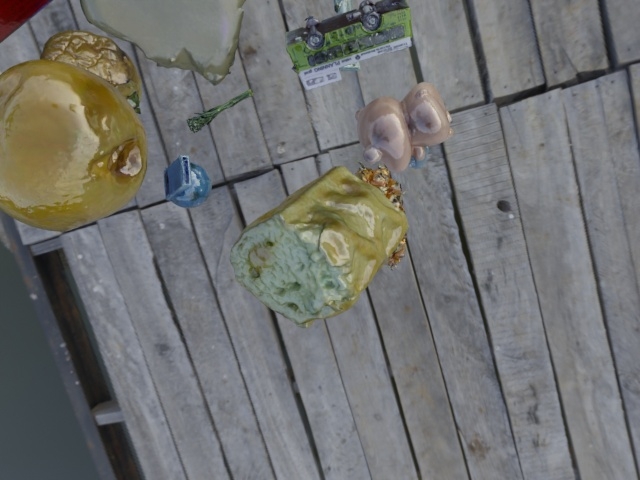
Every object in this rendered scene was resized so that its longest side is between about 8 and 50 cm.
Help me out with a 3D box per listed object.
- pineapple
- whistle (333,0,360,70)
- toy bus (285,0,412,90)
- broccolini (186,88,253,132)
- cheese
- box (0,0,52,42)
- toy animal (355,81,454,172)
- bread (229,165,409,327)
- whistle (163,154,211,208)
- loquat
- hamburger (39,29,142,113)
[{"bbox_3d":[0.121,-0.061,0.949,0.080,0.135,0.233,-8,76,-15],"label":"pineapple"},{"bbox_3d":[0.078,-0.647,1.437,0.062,0.062,0.312,-9,70,11],"label":"whistle"},{"bbox_3d":[0.071,-0.486,1.151,0.302,0.113,0.139,-15,134,10],"label":"toy bus"},{"bbox_3d":[-0.184,-0.240,0.875,0.140,0.035,0.030,-25,60,9],"label":"broccolini"},{"bbox_3d":[-0.191,-0.297,0.570,0.203,0.091,0.175,14,127,-10],"label":"cheese"},{"bbox_3d":[-0.551,-0.509,0.823,0.313,0.089,0.197,-38,84,1],"label":"box"},{"bbox_3d":[0.226,-0.304,1.248,0.230,0.210,0.221,18,137,-21],"label":"toy animal"},{"bbox_3d":[0.005,0.003,0.779,0.238,0.252,0.196,-26,98,47],"label":"bread"},{"bbox_3d":[-0.226,-0.101,0.817,0.158,0.090,0.090,-14,100,56],"label":"whistle"},{"bbox_3d":[-0.331,-0.116,0.610,0.213,0.213,0.213,2,100,9],"label":"loquat"},{"bbox_3d":[-0.425,-0.294,0.853,0.183,0.206,0.130,-6,135,-16],"label":"hamburger"}]
